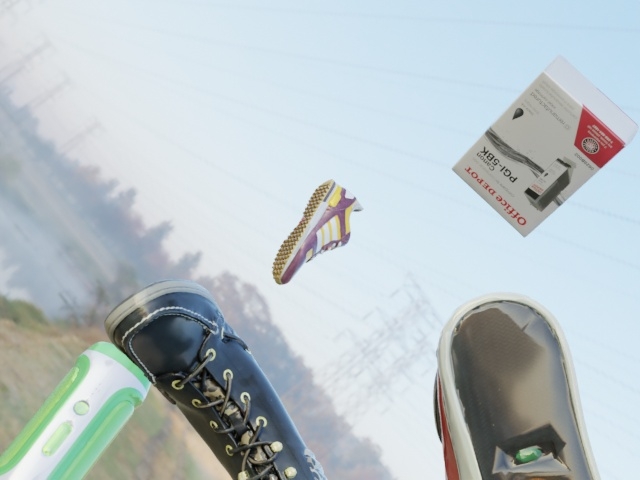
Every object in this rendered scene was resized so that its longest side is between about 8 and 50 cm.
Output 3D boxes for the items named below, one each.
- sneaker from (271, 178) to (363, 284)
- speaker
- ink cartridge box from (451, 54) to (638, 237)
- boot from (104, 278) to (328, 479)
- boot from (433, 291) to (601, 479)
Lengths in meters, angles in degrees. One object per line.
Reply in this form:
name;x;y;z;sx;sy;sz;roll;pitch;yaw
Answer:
sneaker;0.000;0.000;1.475;0.084;0.185;0.070;36;-16;-18
speaker;-0.381;0.297;1.453;0.131;0.296;0.131;25;-31;17
ink cartridge box;0.201;-0.083;0.884;0.099;0.056;0.135;43;-52;4
boot;-0.076;0.139;0.814;0.178;0.085;0.236;52;-2;28
boot;0.107;0.162;0.535;0.176;0.089;0.244;77;8;-74
